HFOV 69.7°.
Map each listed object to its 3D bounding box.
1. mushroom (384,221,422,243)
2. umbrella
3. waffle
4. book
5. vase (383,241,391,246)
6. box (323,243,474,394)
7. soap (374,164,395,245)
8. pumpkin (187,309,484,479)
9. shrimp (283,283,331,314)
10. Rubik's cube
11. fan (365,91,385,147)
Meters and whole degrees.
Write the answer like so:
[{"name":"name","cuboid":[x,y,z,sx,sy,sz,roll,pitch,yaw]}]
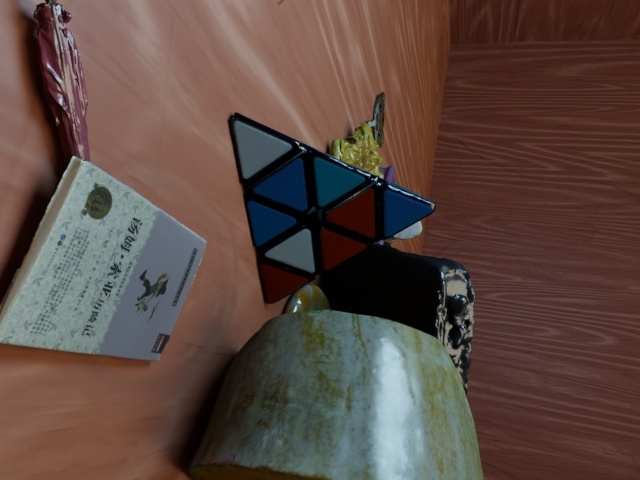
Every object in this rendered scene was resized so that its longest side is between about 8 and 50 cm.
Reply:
[{"name":"mushroom","cuboid":[0.213,-0.036,1.286,0.092,0.081,0.223,-66,-173,-5]},{"name":"umbrella","cuboid":[-0.168,-0.093,0.304,0.027,0.025,0.165,-80,173,-67]},{"name":"waffle","cuboid":[0.073,-0.122,0.962,0.291,0.051,0.291,4,90,-65]},{"name":"book","cuboid":[-0.156,0.030,0.367,0.181,0.014,0.127,55,51,-68]},{"name":"vase","cuboid":[0.154,0.124,1.244,0.115,0.115,0.237,-45,134,-62]},{"name":"box","cuboid":[0.106,0.181,0.806,0.091,0.350,0.359,1,96,-31]},{"name":"soap","cuboid":[0.145,-0.089,1.185,0.122,0.065,0.203,79,25,-44]},{"name":"pumpkin","cuboid":[0.034,0.226,0.559,0.332,0.332,0.199,75,23,-48]},{"name":"shrimp","cuboid":[-0.027,0.161,0.786,0.161,0.049,0.166,72,32,-47]},{"name":"Rubik's cube","cuboid":[0.000,0.000,0.647,0.234,0.250,0.284,-66,169,9]},{"name":"fan","cuboid":[0.146,-0.309,1.206,0.227,0.008,0.152,-45,139,-63]}]
